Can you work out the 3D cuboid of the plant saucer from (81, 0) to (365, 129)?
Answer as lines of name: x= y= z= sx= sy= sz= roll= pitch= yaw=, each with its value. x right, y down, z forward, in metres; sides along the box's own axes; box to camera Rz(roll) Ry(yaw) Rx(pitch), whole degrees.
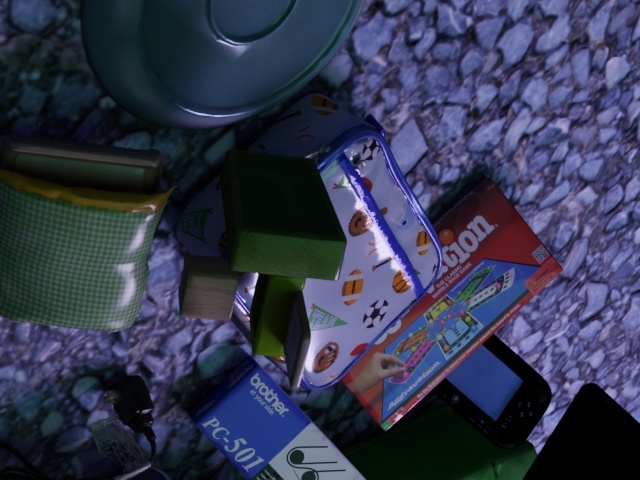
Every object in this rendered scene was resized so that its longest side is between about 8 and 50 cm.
plant saucer: x=-0.068 y=-0.231 z=1.494 sx=0.318 sy=0.044 sz=0.317 roll=-23 pitch=135 yaw=-25

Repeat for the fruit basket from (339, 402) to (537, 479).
fruit basket: x=0.107 y=0.424 z=2.057 sx=0.392 sy=0.283 sz=0.392 roll=-12 pitch=112 yaw=-32

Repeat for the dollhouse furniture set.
dollhouse furniture set: x=-0.152 y=0.029 z=1.461 sx=0.302 sy=0.151 sz=0.197 roll=6 pitch=121 yaw=-13

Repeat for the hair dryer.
hair dryer: x=-0.216 y=0.300 z=1.661 sx=0.224 sy=0.293 sz=0.080 roll=-25 pitch=168 yaw=-27

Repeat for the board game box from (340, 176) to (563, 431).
board game box: x=0.132 y=0.072 z=1.883 sx=0.281 sy=0.027 sz=0.145 roll=-42 pitch=105 yaw=-6

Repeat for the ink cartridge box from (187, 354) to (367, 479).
ink cartridge box: x=-0.044 y=0.235 z=1.827 sx=0.097 sy=0.046 sz=0.207 roll=-43 pitch=108 yaw=-4

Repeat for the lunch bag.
lunch bag: x=0.000 y=0.000 z=1.697 sx=0.243 sy=0.115 sz=0.303 roll=-42 pitch=142 yaw=-9

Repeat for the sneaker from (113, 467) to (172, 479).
sneaker: x=-0.303 y=0.341 z=1.700 sx=0.350 sy=0.131 sz=0.148 roll=-40 pitch=137 yaw=-13

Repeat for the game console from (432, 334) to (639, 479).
game console: x=0.233 y=0.218 z=1.949 sx=0.213 sy=0.361 sz=0.044 roll=-53 pitch=-173 yaw=-29
